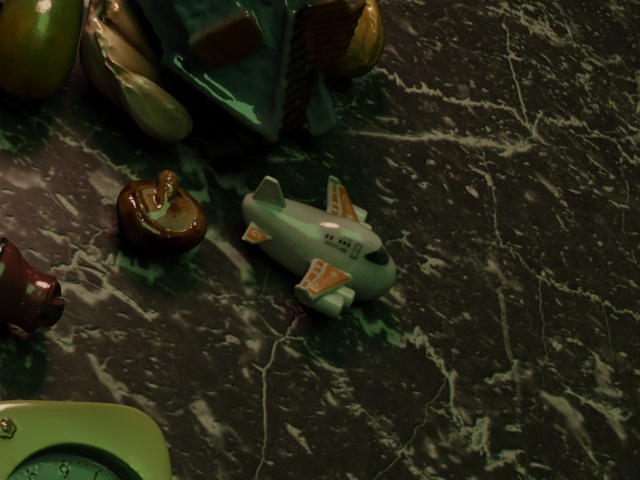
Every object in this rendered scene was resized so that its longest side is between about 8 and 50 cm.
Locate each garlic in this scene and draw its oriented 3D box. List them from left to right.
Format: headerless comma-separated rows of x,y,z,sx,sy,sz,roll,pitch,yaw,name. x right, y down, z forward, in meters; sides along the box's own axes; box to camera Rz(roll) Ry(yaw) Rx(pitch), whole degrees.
-0.269,-0.257,2.095,0.228,0.110,0.217,55,21,-25,garlic

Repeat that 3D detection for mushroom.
-0.210,-0.032,1.954,0.127,0.087,0.127,18,41,-17,mushroom

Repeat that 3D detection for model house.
-0.063,-0.297,2.113,0.360,0.297,0.339,-53,122,-74,model house

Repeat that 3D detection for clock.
-0.269,0.322,1.560,0.235,0.096,0.308,8,57,-32,clock

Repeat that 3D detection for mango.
-0.386,-0.294,2.025,0.114,0.156,0.251,4,40,-7,mango

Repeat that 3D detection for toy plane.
0.000,0.000,2.050,0.245,0.117,0.244,20,42,-19,toy plane

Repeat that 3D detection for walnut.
0.021,-0.348,2.360,0.159,0.159,0.206,-5,51,-38,walnut

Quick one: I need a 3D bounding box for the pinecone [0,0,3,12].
-0.483,-0.315,2.024,0.102,0.102,0.109,5,40,-32,pinecone

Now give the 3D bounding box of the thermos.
-0.448,0.014,1.708,0.330,0.136,0.109,26,66,-13,thermos
